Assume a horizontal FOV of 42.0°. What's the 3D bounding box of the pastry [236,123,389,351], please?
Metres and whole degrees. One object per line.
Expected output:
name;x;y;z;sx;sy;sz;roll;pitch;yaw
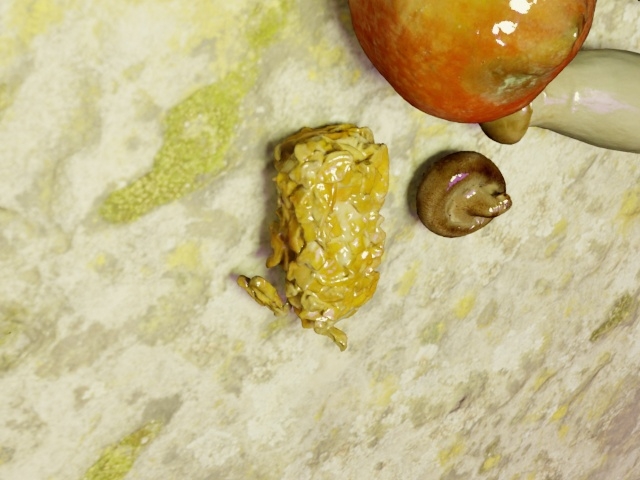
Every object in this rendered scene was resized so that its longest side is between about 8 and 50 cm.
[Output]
pastry;0.000;0.000;0.908;0.154;0.102;0.250;-18;126;-39

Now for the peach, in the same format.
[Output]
peach;0.152;-0.221;0.769;0.232;0.257;0.232;-20;127;-29

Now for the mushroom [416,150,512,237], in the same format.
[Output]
mushroom;0.172;-0.057;1.011;0.109;0.085;0.126;-21;142;24

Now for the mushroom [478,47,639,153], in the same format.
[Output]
mushroom;0.339;-0.171;1.019;0.350;0.128;0.128;-3;120;-26
